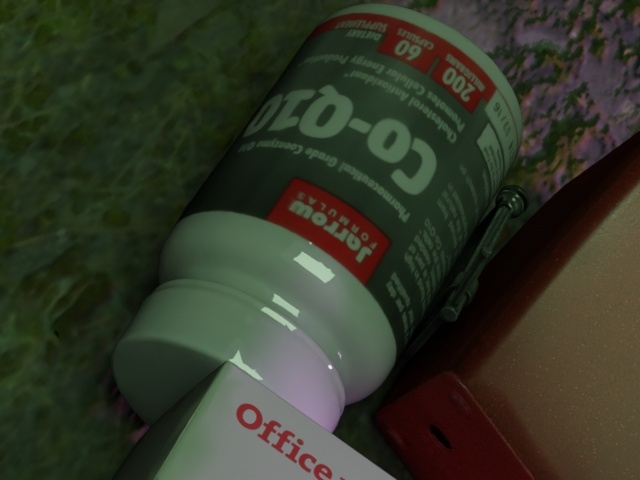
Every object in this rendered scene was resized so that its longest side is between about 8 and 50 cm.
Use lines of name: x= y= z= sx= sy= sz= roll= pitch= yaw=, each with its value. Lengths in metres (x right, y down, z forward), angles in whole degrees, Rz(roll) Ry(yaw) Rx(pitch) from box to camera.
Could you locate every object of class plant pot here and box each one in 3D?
plant pot: x=0.193 y=0.102 z=1.145 sx=0.236 sy=0.267 sz=0.267 roll=-35 pitch=86 yaw=-19

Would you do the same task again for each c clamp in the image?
c clamp: x=0.099 y=0.016 z=1.183 sx=0.022 sy=0.137 sz=0.160 roll=34 pitch=37 yaw=0

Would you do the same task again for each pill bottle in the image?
pill bottle: x=0.000 y=0.000 z=1.137 sx=0.161 sy=0.161 sz=0.283 roll=37 pitch=58 yaw=-7

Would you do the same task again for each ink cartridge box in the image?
ink cartridge box: x=-0.066 y=0.222 z=1.006 sx=0.171 sy=0.168 sz=0.232 roll=37 pitch=58 yaw=-7
